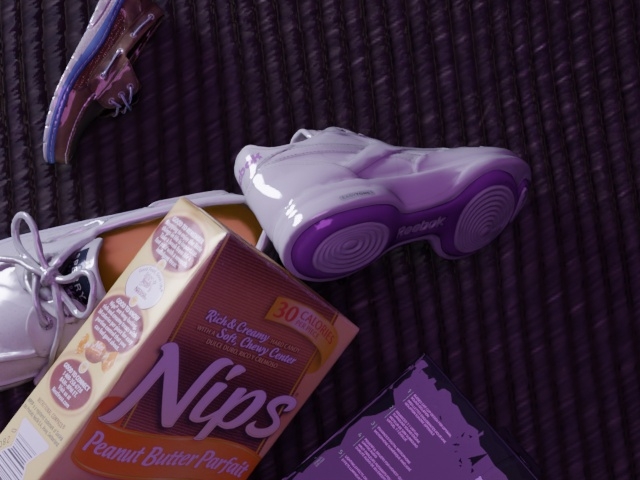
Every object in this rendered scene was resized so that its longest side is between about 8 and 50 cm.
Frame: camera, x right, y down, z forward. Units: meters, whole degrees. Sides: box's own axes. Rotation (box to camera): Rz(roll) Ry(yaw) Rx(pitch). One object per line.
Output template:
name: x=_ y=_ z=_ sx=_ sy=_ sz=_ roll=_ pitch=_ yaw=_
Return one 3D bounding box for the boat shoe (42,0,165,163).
boat shoe: x=-0.197 y=-0.148 z=1.463 sx=0.066 sy=0.066 sz=0.183 roll=22 pitch=79 yaw=-1

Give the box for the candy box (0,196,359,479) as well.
candy box: x=-0.133 y=0.143 z=1.329 sx=0.316 sy=0.183 sz=0.087 roll=-52 pitch=42 yaw=0

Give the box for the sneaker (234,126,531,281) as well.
sneaker: x=0.062 y=-0.056 z=1.397 sx=0.305 sy=0.114 sz=0.152 roll=-7 pitch=43 yaw=-41

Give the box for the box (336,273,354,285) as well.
box: x=0.000 y=0.000 z=1.447 sx=0.018 sy=0.067 sz=0.083 roll=-39 pitch=83 yaw=-8

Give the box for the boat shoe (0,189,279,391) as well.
boat shoe: x=-0.208 y=0.040 z=1.381 sx=0.367 sy=0.156 sz=0.136 roll=-15 pitch=81 yaw=-7

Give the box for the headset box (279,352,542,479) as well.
headset box: x=0.074 y=0.269 z=1.369 sx=0.283 sy=0.131 sz=0.246 roll=-42 pitch=84 yaw=-10
